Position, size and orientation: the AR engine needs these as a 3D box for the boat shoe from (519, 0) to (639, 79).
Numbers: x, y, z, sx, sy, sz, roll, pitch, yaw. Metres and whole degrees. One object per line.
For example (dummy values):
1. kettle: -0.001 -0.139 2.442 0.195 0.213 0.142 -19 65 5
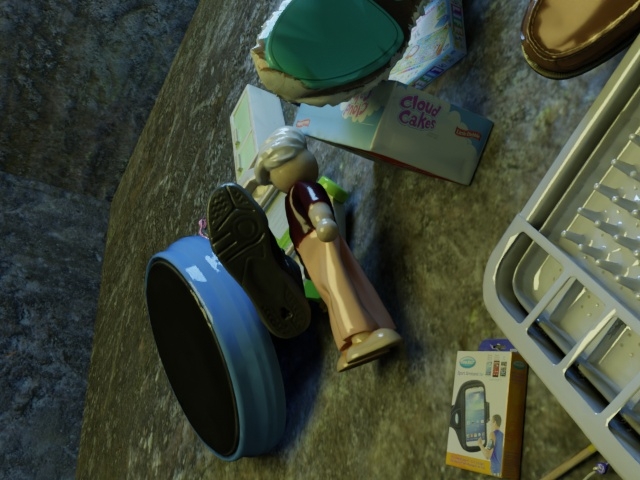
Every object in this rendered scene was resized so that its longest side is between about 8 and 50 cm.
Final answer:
1. boat shoe: 0.277 -0.271 0.509 0.111 0.104 0.307 46 111 17

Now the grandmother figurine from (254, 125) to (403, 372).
1. grandmother figurine: 0.000 0.000 0.852 0.343 0.104 0.208 68 156 17

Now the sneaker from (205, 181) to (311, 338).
1. sneaker: -0.090 0.023 0.895 0.087 0.228 0.130 -31 10 -1

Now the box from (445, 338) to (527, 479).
1. box: 0.170 0.167 0.643 0.081 0.028 0.136 -17 62 59

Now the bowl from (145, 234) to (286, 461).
1. bowl: -0.194 0.187 1.067 0.391 0.077 0.391 34 133 46

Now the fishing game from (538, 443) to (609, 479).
1. fishing game: 0.234 0.271 0.448 0.189 0.041 0.264 -53 33 39

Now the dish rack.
1. dish rack: 0.286 -0.007 0.470 0.333 0.072 0.286 -62 28 21

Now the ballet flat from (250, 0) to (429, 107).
1. ballet flat: 0.049 -0.266 0.780 0.409 0.147 0.147 -52 13 -33

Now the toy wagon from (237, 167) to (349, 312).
1. toy wagon: -0.058 0.009 1.047 0.344 0.068 0.267 40 97 40

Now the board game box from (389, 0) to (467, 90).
1. board game box: 0.150 -0.281 0.929 0.154 0.026 0.104 -30 55 54

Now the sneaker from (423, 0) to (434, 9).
1. sneaker: 0.203 -0.487 0.869 0.126 0.127 0.321 37 138 27

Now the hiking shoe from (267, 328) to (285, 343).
1. hiking shoe: -0.107 0.154 1.118 0.227 0.086 0.114 -61 26 21

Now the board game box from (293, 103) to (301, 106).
1. board game box: 0.007 -0.383 1.238 0.194 0.060 0.194 -13 64 60

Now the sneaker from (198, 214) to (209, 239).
1. sneaker: -0.282 -0.040 1.623 0.057 0.047 0.119 -52 33 14

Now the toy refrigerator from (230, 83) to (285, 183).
1. toy refrigerator: -0.138 -0.224 1.388 0.102 0.094 0.270 -54 33 33

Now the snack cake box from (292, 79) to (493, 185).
1. snack cake box: 0.084 -0.154 0.855 0.264 0.152 0.089 32 103 62
